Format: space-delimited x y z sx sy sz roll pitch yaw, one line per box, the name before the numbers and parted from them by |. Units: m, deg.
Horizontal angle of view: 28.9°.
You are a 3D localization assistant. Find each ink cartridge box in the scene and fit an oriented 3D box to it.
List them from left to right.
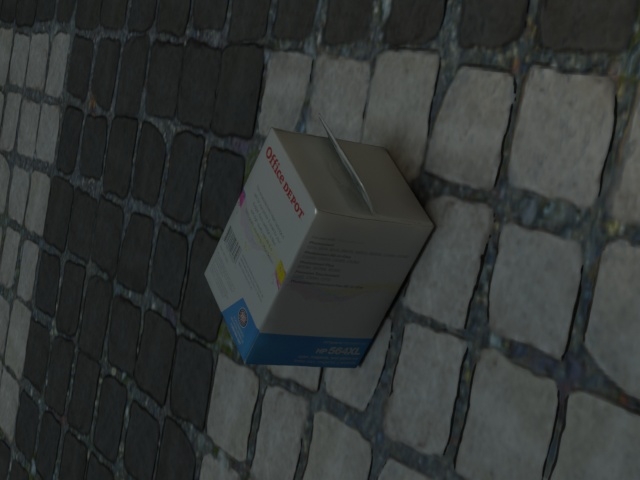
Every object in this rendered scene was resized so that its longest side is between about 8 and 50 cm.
ink cartridge box | 0.000 0.000 0.805 0.143 0.090 0.092 -62 36 30
